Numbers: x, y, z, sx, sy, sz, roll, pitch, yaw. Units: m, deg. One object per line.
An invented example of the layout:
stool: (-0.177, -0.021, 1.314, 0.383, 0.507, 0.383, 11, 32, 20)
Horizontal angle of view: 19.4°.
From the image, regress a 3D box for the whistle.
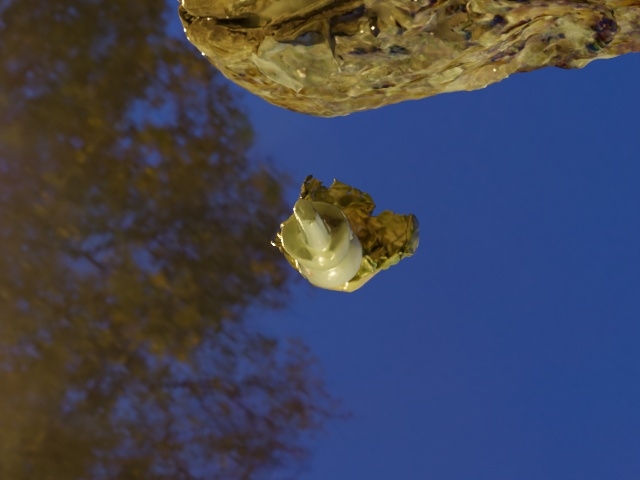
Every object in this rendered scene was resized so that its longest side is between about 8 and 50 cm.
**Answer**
whistle: (0.000, 0.000, 0.945, 0.035, 0.100, 0.035, -2, -106, 8)

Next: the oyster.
oyster: (0.044, -0.155, 1.157, 0.351, 0.162, 0.158, 1, -132, 26)

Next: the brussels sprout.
brussels sprout: (0.009, 0.001, 1.035, 0.085, 0.085, 0.058, 28, -80, 43)
